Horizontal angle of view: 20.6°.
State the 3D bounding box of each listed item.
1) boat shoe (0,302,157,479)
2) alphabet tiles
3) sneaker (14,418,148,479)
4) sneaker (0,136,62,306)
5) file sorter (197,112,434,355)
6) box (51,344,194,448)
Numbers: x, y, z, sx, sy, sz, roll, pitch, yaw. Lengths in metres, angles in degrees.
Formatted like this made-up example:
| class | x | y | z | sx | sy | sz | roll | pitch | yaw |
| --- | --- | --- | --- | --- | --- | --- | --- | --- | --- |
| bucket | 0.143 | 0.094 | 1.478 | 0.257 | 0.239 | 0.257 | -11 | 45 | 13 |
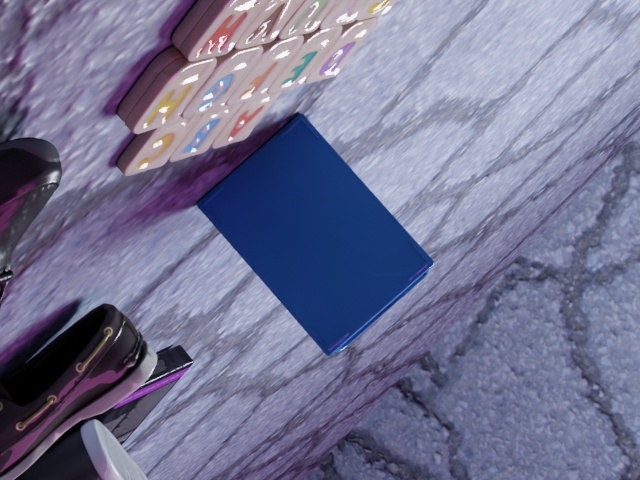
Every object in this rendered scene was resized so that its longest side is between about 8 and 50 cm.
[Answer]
| class | x | y | z | sx | sy | sz | roll | pitch | yaw |
| --- | --- | --- | --- | --- | --- | --- | --- | --- | --- |
| boat shoe | -0.248 | 0.139 | 1.481 | 0.227 | 0.069 | 0.081 | -36 | -152 | -4 |
| alphabet tiles | -0.025 | -0.149 | 1.250 | 0.278 | 0.021 | 0.284 | -48 | 167 | 31 |
| sneaker | -0.247 | 0.294 | 1.825 | 0.147 | 0.105 | 0.296 | -24 | 145 | -1 |
| sneaker | -0.235 | 0.048 | 1.088 | 0.267 | 0.106 | 0.101 | -47 | 166 | 20 |
| file sorter | 0.000 | 0.000 | 1.512 | 0.118 | 0.170 | 0.104 | -41 | 171 | 0 |
| box | -0.214 | 0.180 | 1.834 | 0.162 | 0.029 | 0.116 | -50 | 164 | 32 |
